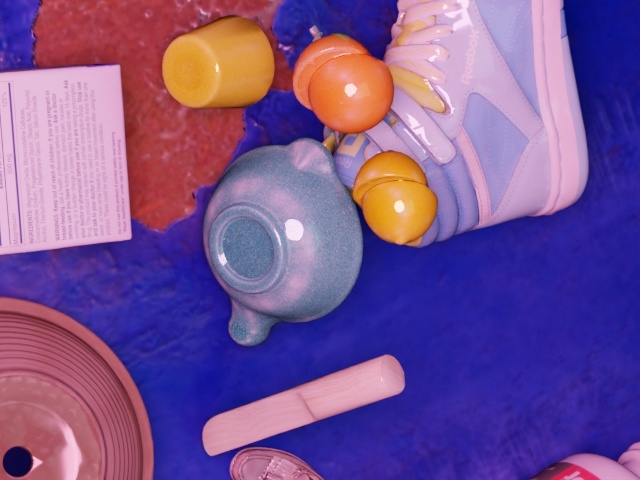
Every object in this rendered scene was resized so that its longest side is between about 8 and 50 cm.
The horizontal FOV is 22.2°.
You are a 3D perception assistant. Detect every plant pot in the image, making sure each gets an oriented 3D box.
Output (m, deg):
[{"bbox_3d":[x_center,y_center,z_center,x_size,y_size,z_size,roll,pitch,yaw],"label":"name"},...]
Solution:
[{"bbox_3d":[-0.218,0.151,1.113,0.237,0.110,0.237,4,79,-23],"label":"plant pot"}]

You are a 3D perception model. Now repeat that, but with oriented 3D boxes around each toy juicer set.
[{"bbox_3d":[0.000,0.000,1.184,0.089,0.209,0.329,-21,110,-56],"label":"toy juicer set"}]

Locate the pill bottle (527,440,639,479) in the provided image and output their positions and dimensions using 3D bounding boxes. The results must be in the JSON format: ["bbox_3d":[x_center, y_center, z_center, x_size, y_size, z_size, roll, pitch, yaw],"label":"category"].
[{"bbox_3d":[0.193,0.282,1.318,0.318,0.176,0.176,-28,108,-20],"label":"pill bottle"}]

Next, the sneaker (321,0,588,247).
[{"bbox_3d":[0.078,-0.141,1.238,0.208,0.127,0.319,-23,105,-23],"label":"sneaker"}]

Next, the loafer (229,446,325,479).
[{"bbox_3d":[-0.013,0.199,1.285,0.125,0.039,0.045,31,84,-25],"label":"loafer"}]

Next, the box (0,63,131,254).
[{"bbox_3d":[-0.210,-0.057,1.141,0.137,0.072,0.126,-7,100,-25],"label":"box"}]
